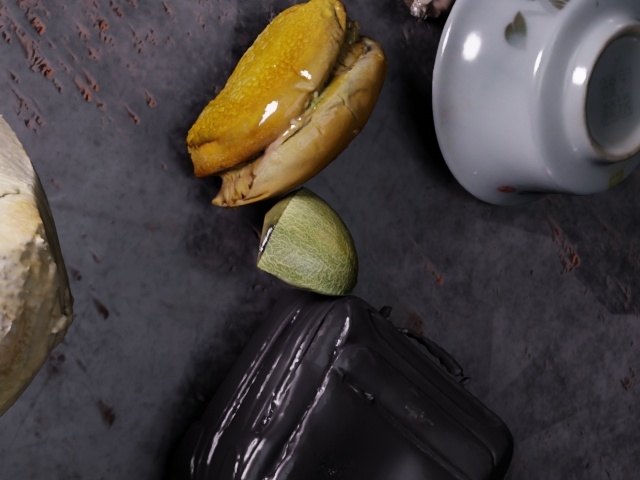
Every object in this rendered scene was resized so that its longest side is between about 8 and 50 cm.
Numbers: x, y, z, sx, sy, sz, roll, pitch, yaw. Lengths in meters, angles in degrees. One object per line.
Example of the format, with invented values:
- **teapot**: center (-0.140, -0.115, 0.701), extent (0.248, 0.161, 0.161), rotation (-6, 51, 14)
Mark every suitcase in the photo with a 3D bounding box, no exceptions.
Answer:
- **suitcase**: center (0.035, 0.253, 1.713), extent (0.345, 0.188, 0.339), rotation (41, 68, -25)

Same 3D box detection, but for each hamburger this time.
- **hamburger**: center (-0.022, -0.150, 1.648), extent (0.144, 0.156, 0.283), rotation (44, 70, -27)

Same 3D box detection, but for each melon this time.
- **melon**: center (0.000, 0.000, 1.656), extent (0.128, 0.160, 0.079), rotation (34, 110, 4)

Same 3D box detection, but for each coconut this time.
- **coconut**: center (-0.396, 0.023, 1.332), extent (0.360, 0.346, 0.346), rotation (6, 91, -30)

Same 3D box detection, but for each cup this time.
- **cup**: center (0.315, -0.195, 1.801), extent (0.347, 0.163, 0.347), rotation (-14, 112, -38)

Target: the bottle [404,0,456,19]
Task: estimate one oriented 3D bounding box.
- **bottle**: center (0.149, -0.334, 1.778), extent (0.099, 0.099, 0.152), rotation (27, 88, -30)
